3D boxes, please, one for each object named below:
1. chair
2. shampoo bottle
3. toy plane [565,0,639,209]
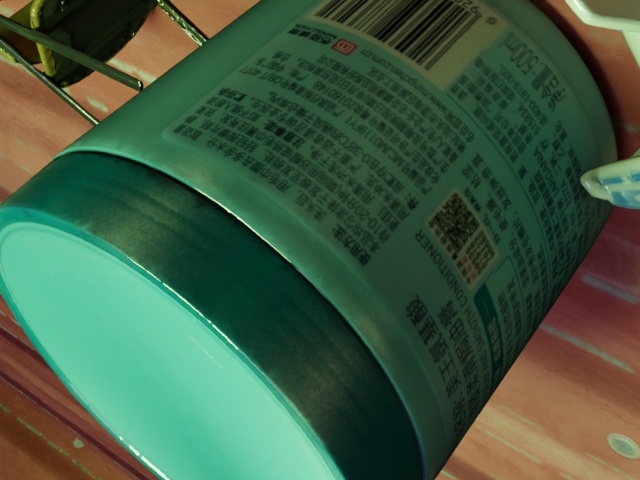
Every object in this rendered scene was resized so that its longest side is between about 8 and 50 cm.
[{"bbox_3d":[-0.201,-0.201,0.859,0.247,0.159,0.172,36,152,11],"label":"chair"},{"bbox_3d":[0.000,0.000,0.685,0.331,0.343,0.331,31,149,21],"label":"shampoo bottle"},{"bbox_3d":[0.248,-0.076,0.513,0.266,0.123,0.267,29,149,19],"label":"toy plane"}]
